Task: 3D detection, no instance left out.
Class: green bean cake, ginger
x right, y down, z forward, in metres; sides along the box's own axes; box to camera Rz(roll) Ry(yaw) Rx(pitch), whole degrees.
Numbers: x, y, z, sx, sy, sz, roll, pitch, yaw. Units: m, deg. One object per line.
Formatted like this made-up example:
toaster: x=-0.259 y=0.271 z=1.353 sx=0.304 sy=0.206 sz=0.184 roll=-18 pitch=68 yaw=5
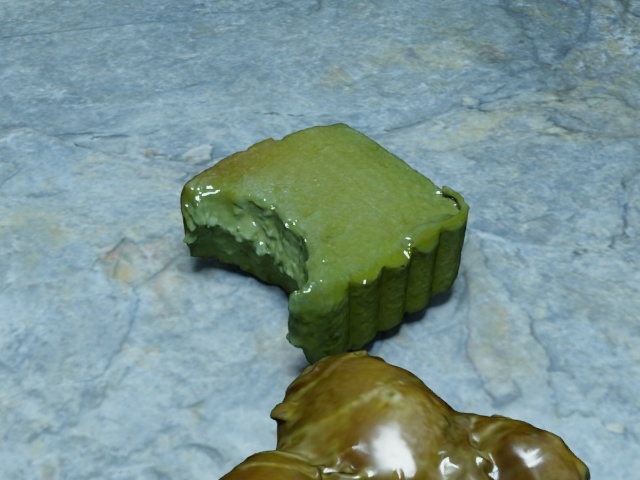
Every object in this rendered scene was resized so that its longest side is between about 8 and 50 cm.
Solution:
green bean cake: x=0.000 y=0.000 z=0.950 sx=0.233 sy=0.124 sz=0.236 roll=-26 pitch=48 yaw=-28
ginger: x=0.041 y=0.231 z=0.656 sx=0.274 sy=0.152 sz=0.357 roll=16 pitch=40 yaw=25
